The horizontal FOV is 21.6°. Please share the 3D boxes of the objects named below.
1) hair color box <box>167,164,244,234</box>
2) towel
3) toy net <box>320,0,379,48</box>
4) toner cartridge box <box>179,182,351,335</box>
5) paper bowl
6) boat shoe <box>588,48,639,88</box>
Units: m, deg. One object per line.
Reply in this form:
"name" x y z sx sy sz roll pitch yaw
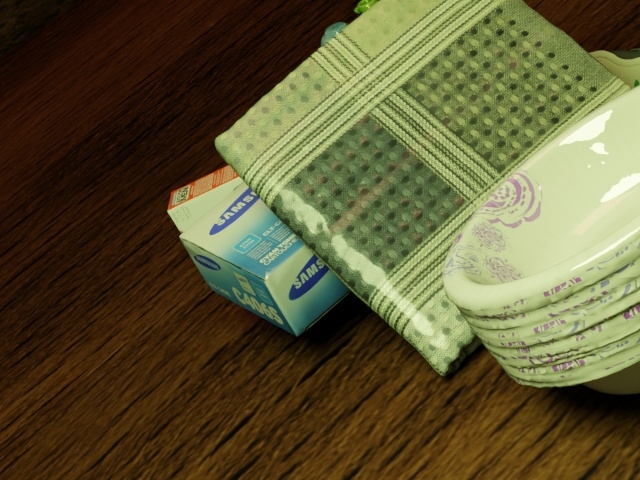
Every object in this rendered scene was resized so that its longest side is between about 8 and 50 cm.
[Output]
"hair color box" -0.071 -0.040 1.826 0.167 0.093 0.053 -25 24 14
"towel" 0.119 -0.081 1.507 0.324 0.056 0.312 -40 69 -15
"toy net" 0.090 -0.268 2.164 0.122 0.045 0.232 -37 26 -21
"toner cartridge box" 0.047 -0.065 1.604 0.348 0.075 0.165 -41 31 -18
"paper bowl" 0.244 0.005 1.267 0.284 0.148 0.284 -34 17 12
"boat shoe" 0.320 -0.147 1.635 0.079 0.084 0.233 1 -2 -31
